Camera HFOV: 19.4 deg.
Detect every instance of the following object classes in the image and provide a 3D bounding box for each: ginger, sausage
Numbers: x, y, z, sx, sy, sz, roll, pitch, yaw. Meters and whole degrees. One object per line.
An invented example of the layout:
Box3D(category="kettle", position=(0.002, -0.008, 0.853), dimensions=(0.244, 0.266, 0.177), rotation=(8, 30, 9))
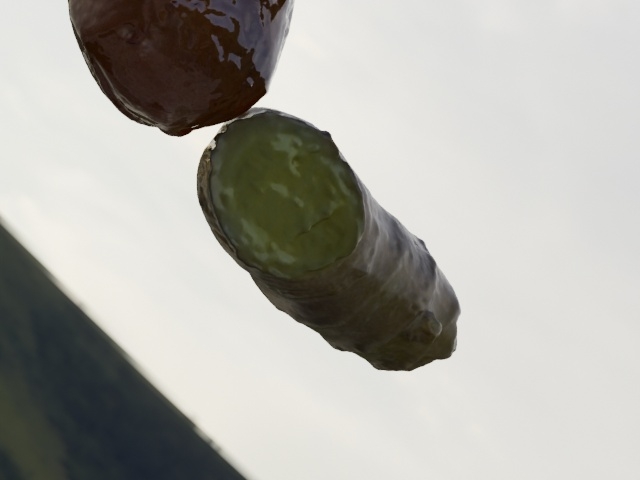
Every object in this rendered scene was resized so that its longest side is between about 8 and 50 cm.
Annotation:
Box3D(category="ginger", position=(0.000, 0.000, 1.492), dimensions=(0.190, 0.126, 0.354), rotation=(38, -7, 32))
Box3D(category="sausage", position=(-0.089, -0.207, 1.327), dimensions=(0.153, 0.268, 0.141), rotation=(0, -15, 45))
